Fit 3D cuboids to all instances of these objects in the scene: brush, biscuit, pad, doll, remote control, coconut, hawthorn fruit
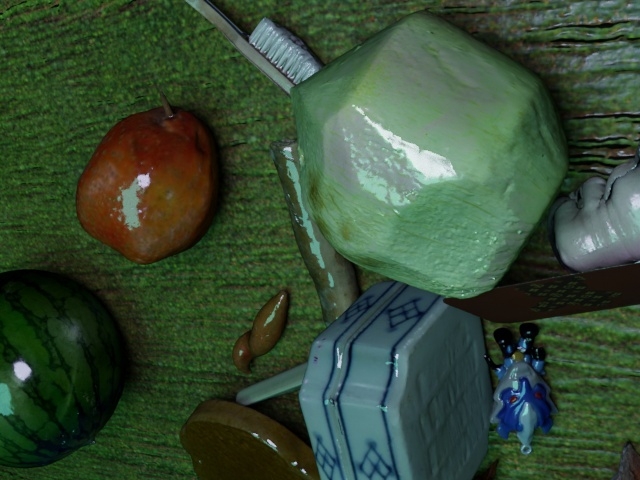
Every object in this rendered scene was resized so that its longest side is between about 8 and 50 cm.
[{"bbox_3d":[-0.107,-0.298,1.024,0.327,0.070,0.065,42,110,9],"label":"brush"},{"bbox_3d":[-0.093,0.427,1.333,0.358,0.074,0.381,3,131,41],"label":"biscuit"},{"bbox_3d":[0.298,0.067,0.906,0.267,0.181,0.004,-15,66,37],"label":"pad"},{"bbox_3d":[0.349,-0.025,0.858,0.192,0.095,0.149,-35,91,41],"label":"doll"},{"bbox_3d":[-0.021,0.215,1.210,0.309,0.090,0.038,-29,76,37],"label":"remote control"},{"bbox_3d":[0.277,0.209,1.039,0.095,0.070,0.195,-9,107,2],"label":"doll"},{"bbox_3d":[0.105,-0.098,0.859,0.328,0.281,0.328,31,162,11],"label":"coconut"},{"bbox_3d":[-0.241,-0.101,1.113,0.210,0.210,0.262,34,120,13],"label":"hawthorn fruit"}]

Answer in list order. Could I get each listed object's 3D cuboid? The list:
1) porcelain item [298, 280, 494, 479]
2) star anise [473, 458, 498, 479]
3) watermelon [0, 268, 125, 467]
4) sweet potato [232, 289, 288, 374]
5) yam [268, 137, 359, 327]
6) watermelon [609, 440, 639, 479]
[{"bbox_3d":[0.107,0.215,1.005,0.157,0.286,0.282,2,116,34],"label":"porcelain item"},{"bbox_3d":[0.228,0.409,1.119,0.346,0.148,0.237,-28,99,48],"label":"star anise"},{"bbox_3d":[-0.527,0.231,1.372,0.363,0.363,0.363,14,120,25],"label":"watermelon"},{"bbox_3d":[-0.097,0.157,1.246,0.055,0.058,0.202,29,127,-9],"label":"sweet potato"},{"bbox_3d":[0.000,0.000,1.100,0.071,0.067,0.318,-147,38,-69],"label":"yam"},{"bbox_3d":[0.417,0.417,0.983,0.232,0.310,0.193,61,141,43],"label":"watermelon"}]
